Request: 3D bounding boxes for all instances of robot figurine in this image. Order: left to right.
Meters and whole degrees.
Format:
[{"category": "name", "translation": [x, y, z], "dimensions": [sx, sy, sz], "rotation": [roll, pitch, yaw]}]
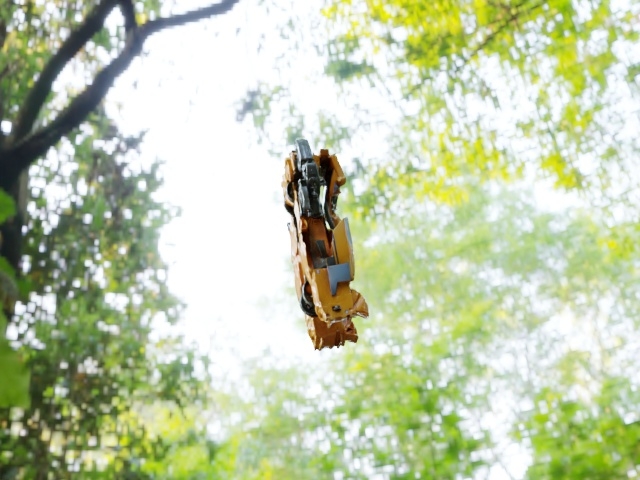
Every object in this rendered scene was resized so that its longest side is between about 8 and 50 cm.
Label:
[{"category": "robot figurine", "translation": [0.000, 0.000, 1.625], "dimensions": [0.085, 0.291, 0.211], "rotation": [-5, -22, -10]}]
